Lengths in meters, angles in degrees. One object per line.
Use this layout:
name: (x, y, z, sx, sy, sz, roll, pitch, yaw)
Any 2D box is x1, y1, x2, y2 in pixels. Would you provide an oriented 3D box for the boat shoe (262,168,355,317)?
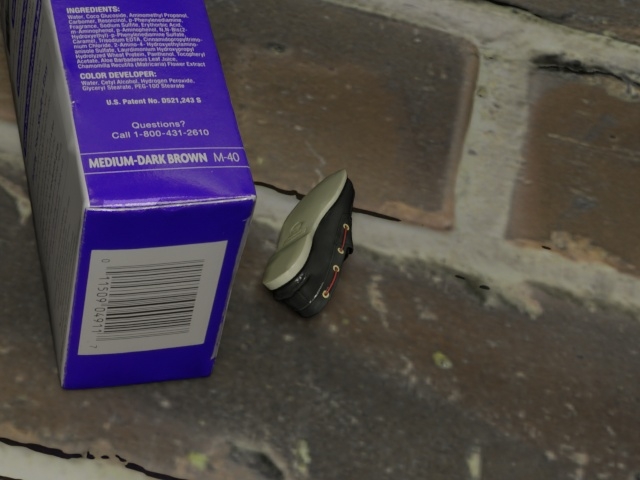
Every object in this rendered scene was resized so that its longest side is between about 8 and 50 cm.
boat shoe: (-0.001, 0.001, 1.112, 0.042, 0.049, 0.133, 46, 37, -19)

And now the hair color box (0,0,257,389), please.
hair color box: (-0.136, -0.095, 1.061, 0.110, 0.185, 0.339, -5, 53, -18)
